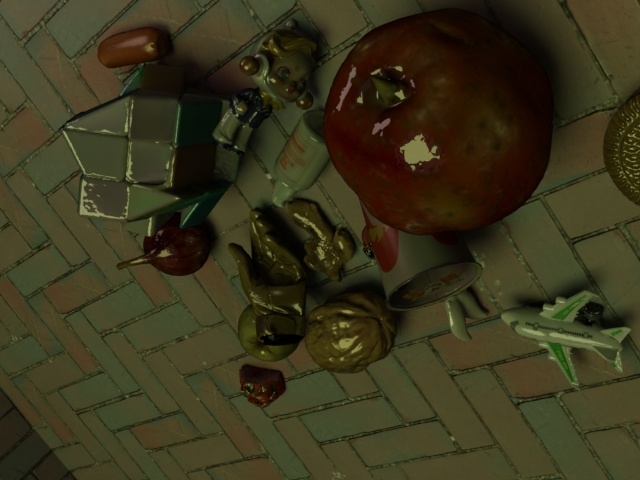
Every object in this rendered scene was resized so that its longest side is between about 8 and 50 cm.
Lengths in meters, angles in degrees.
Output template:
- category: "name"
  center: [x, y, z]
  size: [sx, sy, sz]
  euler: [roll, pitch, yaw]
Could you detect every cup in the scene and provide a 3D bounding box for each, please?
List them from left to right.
- category: "cup"
  center: [0.169, -0.031, 1.608]
  size: [0.203, 0.203, 0.288]
  euler: [-44, 56, 44]

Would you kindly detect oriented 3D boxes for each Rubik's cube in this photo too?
- category: "Rubik's cube"
  center: [-0.357, -0.192, 1.779]
  size: [0.368, 0.387, 0.358]
  euler: [6, 107, -7]

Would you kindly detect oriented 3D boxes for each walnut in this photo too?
- category: "walnut"
  center: [0.067, 0.211, 1.906]
  size: [0.245, 0.198, 0.198]
  euler: [-19, 109, 49]

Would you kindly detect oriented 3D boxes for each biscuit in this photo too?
- category: "biscuit"
  center: [0.603, -0.158, 1.368]
  size: [0.259, 0.079, 0.259]
  euler: [18, 129, 24]

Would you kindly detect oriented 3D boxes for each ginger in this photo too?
- category: "ginger"
  center: [-0.010, 0.000, 1.898]
  size: [0.214, 0.059, 0.133]
  euler: [40, 130, 0]

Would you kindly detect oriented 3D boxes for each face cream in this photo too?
- category: "face cream"
  center: [-0.046, -0.163, 1.778]
  size: [0.101, 0.101, 0.251]
  euler: [40, 134, 3]

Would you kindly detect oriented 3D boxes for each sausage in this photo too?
- category: "sausage"
  center: [-0.425, -0.432, 1.856]
  size: [0.198, 0.076, 0.076]
  euler: [-1, 120, 35]

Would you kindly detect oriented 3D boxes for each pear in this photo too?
- category: "pear"
  center: [-0.125, 0.226, 2.083]
  size: [0.167, 0.136, 0.167]
  euler: [16, 131, 20]

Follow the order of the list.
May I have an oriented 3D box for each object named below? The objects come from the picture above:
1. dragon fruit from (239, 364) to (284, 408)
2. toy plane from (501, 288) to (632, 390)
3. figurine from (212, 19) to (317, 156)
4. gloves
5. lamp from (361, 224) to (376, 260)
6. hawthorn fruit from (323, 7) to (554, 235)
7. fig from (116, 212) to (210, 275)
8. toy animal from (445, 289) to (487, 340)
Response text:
- category: "dragon fruit"
  center: [-0.178, 0.411, 2.275]
  size: [0.147, 0.096, 0.102]
  euler: [-3, 122, 37]
- category: "toy plane"
  center: [0.493, 0.180, 1.667]
  size: [0.255, 0.101, 0.251]
  euler: [17, 129, 28]
- category: "figurine"
  center: [-0.106, -0.297, 1.656]
  size: [0.133, 0.194, 0.274]
  euler: [50, 129, 39]
- category: "gloves"
  center: [-0.115, 0.083, 1.948]
  size: [0.154, 0.141, 0.331]
  euler: [-21, 74, 42]
- category: "lamp"
  center: [0.136, 0.003, 1.780]
  size: [0.107, 0.092, 0.107]
  euler: [49, 163, 21]
- category: "hawthorn fruit"
  center: [0.177, -0.207, 1.377]
  size: [0.403, 0.403, 0.402]
  euler: [17, 129, 23]
- category: "fig"
  center: [-0.378, 0.021, 2.055]
  size: [0.175, 0.207, 0.175]
  euler: [14, 117, 30]
- category: "toy animal"
  center: [0.263, 0.103, 1.759]
  size: [0.131, 0.104, 0.220]
  euler: [-2, 119, 33]
